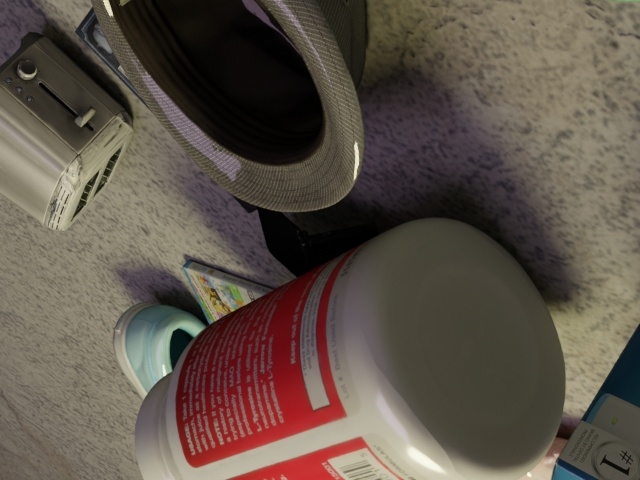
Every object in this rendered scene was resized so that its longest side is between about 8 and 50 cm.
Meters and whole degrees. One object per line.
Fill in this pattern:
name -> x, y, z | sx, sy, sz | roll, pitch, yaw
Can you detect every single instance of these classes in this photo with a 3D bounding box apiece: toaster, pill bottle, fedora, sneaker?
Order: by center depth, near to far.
fedora -> -0.048, -0.166, 0.881 | 0.244, 0.124, 0.275 | -10, 123, 53
pill bottle -> 0.003, 0.149, 1.065 | 0.229, 0.229, 0.408 | 48, 137, -13
toaster -> -0.298, -0.105, 1.240 | 0.146, 0.129, 0.227 | 40, 149, -2
sneaker -> -0.124, 0.236, 1.478 | 0.366, 0.135, 0.150 | 51, 156, -18

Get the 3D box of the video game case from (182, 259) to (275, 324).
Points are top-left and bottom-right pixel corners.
video game case -> -0.081, 0.088, 1.362 | 0.166, 0.015, 0.119 | 17, 143, 35

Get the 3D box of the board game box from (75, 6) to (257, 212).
board game box -> -0.103, -0.144, 1.053 | 0.243, 0.042, 0.165 | 46, 150, -9

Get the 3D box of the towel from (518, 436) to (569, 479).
towel -> 0.329, 0.314, 1.159 | 0.332, 0.053, 0.317 | -3, 129, 49

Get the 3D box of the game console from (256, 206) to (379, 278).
game console -> 0.000, 0.000, 1.112 | 0.107, 0.071, 0.122 | -12, 152, -1

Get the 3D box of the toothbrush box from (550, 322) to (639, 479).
toothbrush box -> 0.336, 0.176, 0.808 | 0.296, 0.216, 0.126 | 28, 148, 22
